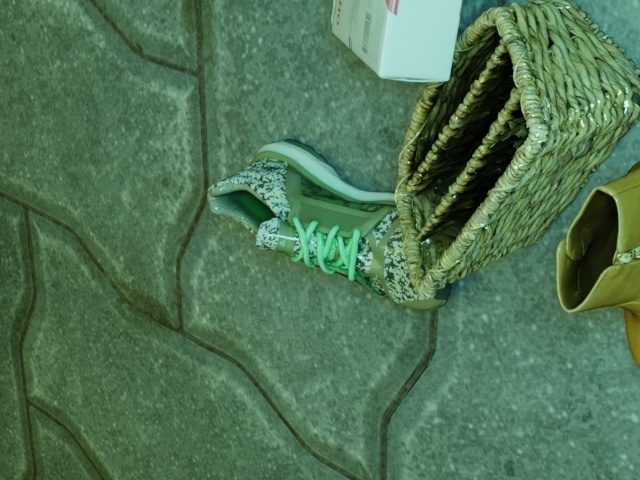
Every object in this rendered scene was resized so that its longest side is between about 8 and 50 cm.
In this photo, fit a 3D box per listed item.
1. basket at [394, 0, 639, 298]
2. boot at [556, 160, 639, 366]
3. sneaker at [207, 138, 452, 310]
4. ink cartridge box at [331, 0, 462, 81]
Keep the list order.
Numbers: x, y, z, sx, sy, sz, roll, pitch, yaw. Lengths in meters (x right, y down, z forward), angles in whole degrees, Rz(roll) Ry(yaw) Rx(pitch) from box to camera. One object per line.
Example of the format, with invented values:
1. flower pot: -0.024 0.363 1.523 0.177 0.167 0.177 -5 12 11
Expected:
1. basket: 0.183 -0.121 1.448 0.213 0.223 0.299 52 140 18
2. boot: 0.325 0.047 1.371 0.104 0.211 0.295 29 128 39
3. sneaker: 0.000 0.000 1.748 0.410 0.182 0.158 28 127 38
4. ink cartridge box: 0.088 -0.290 1.497 0.218 0.092 0.158 -125 40 -62
